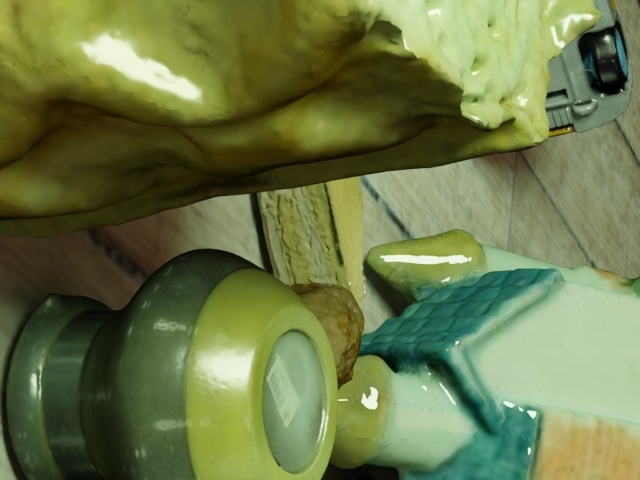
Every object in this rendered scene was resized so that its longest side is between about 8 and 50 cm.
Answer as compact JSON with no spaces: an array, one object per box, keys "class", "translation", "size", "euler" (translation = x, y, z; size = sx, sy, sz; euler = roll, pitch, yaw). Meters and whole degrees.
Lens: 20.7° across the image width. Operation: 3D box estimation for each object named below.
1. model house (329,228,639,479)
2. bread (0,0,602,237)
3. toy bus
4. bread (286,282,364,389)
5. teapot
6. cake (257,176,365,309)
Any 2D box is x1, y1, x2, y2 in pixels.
[{"class":"model house","translation":[0.090,0.119,1.054],"size":[0.325,0.194,0.267],"euler":[15,81,-29]},{"class":"bread","translation":[-0.048,-0.108,0.668],"size":[0.238,0.252,0.196],"euler":[9,76,-61]},{"class":"toy bus","translation":[0.138,-0.184,1.216],"size":[0.136,0.126,0.209],"euler":[-77,149,-50]},{"class":"bread","translation":[-0.019,0.056,0.890],"size":[0.113,0.082,0.060],"euler":[-14,100,-61]},{"class":"teapot","translation":[-0.058,0.085,0.756],"size":[0.130,0.119,0.165],"euler":[-48,129,-54]},{"class":"cake","translation":[0.000,0.000,0.963],"size":[0.065,0.052,0.121],"euler":[-16,95,-67]}]
